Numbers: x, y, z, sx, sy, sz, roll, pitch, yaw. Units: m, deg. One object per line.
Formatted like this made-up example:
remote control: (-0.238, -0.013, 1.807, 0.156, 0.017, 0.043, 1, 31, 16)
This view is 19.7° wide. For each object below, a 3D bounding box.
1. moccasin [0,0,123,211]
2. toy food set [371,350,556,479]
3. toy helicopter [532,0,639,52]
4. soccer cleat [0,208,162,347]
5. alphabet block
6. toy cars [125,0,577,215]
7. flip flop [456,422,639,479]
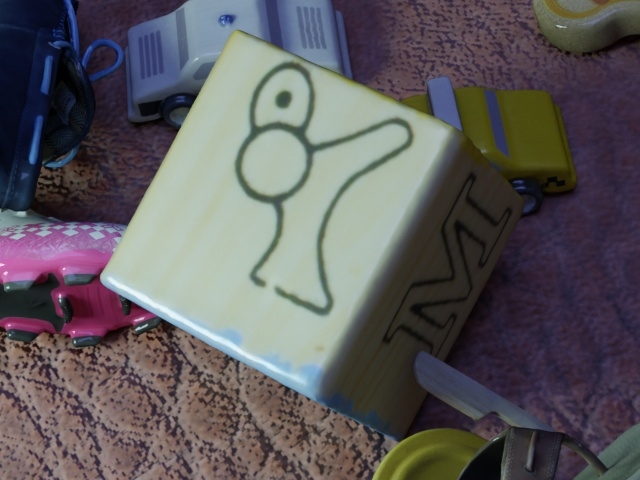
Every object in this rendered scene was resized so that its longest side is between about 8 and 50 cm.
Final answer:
moccasin: (-0.231, -0.098, 1.415, 0.117, 0.137, 0.342, 21, 31, -4)
toy food set: (0.076, 0.201, 1.236, 0.128, 0.071, 0.218, 24, 63, -14)
toy helicopter: (0.339, -0.176, 1.440, 0.355, 0.140, 0.235, 0, 64, 21)
soccer cleat: (-0.259, 0.005, 1.382, 0.331, 0.116, 0.143, -6, 57, 4)
alphabet block: (0.000, 0.000, 1.269, 0.192, 0.193, 0.197, 28, 86, 22)
toy cars: (0.013, -0.119, 1.447, 0.394, 0.087, 0.176, 26, 63, 23)
flip flop: (0.114, 0.164, 1.164, 0.277, 0.112, 0.080, -20, 84, -23)
